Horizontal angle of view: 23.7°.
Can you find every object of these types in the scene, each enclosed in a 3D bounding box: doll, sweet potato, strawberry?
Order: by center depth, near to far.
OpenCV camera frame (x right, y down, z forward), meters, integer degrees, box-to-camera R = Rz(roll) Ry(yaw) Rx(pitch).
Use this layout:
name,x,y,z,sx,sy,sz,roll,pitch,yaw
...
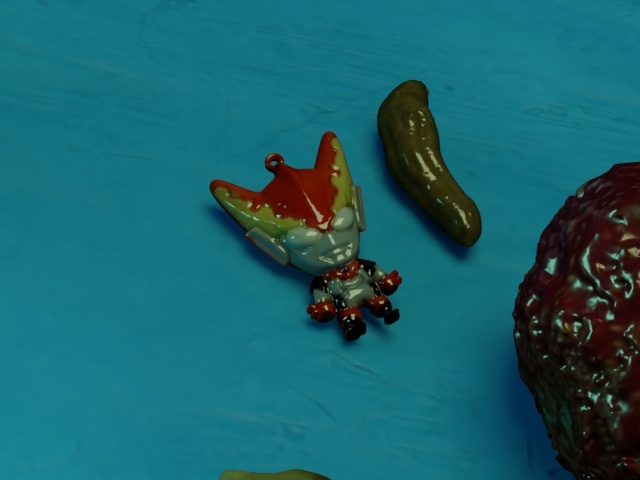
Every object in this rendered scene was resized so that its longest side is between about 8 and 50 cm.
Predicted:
name,x,y,z,sx,sy,sz,roll,pitch,yaw
strawberry,0.236,0.075,1.024,0.274,0.220,0.274,15,67,-38
doll,0.000,0.000,1.140,0.109,0.057,0.169,-24,67,-14
sweet potato,0.082,-0.062,1.229,0.053,0.054,0.182,-28,53,12

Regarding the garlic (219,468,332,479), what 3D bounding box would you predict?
name,x,y,z,sx,sy,sz,roll,pitch,yaw
garlic,-0.089,0.256,0.814,0.196,0.151,0.338,17,43,44
